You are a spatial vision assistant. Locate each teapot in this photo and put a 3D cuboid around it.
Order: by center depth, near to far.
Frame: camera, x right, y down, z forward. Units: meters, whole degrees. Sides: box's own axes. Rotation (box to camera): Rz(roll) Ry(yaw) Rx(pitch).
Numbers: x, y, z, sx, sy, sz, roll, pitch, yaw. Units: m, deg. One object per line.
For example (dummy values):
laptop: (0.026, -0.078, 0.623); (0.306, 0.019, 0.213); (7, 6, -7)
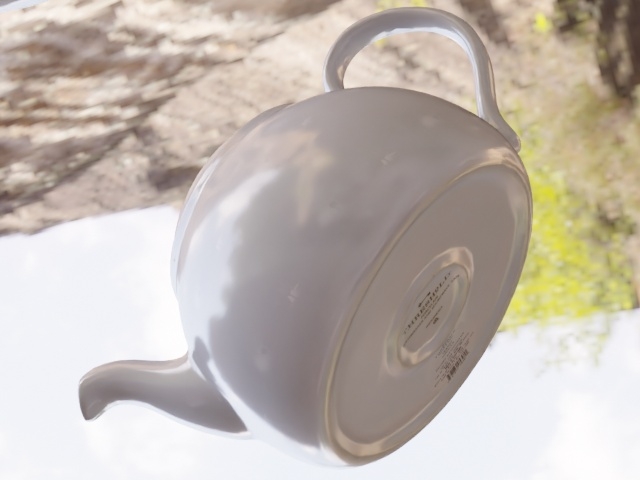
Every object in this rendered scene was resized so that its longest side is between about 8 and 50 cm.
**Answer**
teapot: (0.000, 0.000, 1.076); (0.256, 0.187, 0.252); (-21, -46, -48)

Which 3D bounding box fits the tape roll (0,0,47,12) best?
tape roll: (-0.173, -0.209, 0.620); (0.286, 0.286, 0.100); (34, -131, -33)
